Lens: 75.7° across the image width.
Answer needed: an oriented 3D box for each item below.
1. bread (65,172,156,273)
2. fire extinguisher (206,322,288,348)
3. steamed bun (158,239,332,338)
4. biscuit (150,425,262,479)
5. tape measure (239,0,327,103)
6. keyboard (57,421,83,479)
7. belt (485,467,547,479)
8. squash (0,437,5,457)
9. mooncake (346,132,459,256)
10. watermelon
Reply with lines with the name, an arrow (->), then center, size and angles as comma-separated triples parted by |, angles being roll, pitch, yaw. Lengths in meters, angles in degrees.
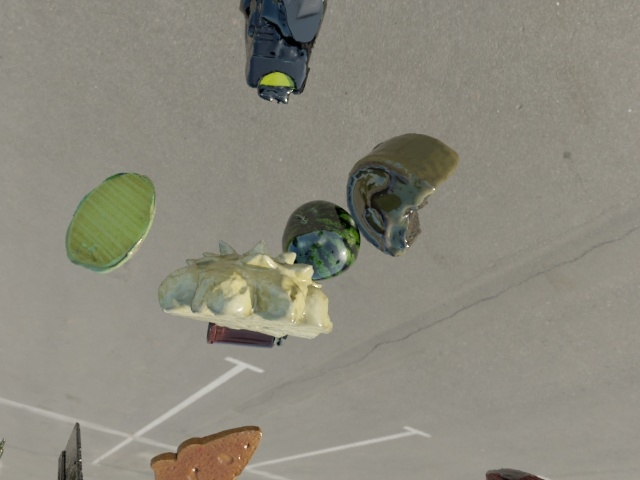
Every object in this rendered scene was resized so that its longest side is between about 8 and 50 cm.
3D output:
bread -> -0.552, -0.053, 1.093 | 0.301, 0.301, 0.045 | -7, 156, 20
fire extinguisher -> -0.221, 0.290, 1.323 | 0.269, 0.104, 0.105 | 10, 143, -17
steamed bun -> -0.121, 0.082, 0.693 | 0.292, 0.137, 0.295 | -2, 162, 26
biscuit -> -0.238, 0.463, 0.830 | 0.280, 0.043, 0.183 | -38, 113, -7
tape measure -> -0.066, -0.342, 0.632 | 0.112, 0.186, 0.199 | 5, 145, -20
keyboard -> -0.344, 0.316, 0.568 | 0.018, 0.060, 0.195 | 24, 168, -29
belt -> 0.567, 0.739, 1.164 | 0.128, 0.124, 0.201 | 2, 171, -37
squash -> -0.745, 0.533, 0.817 | 0.094, 0.341, 0.094 | 39, 169, 9
mooncake -> 0.278, -0.141, 1.410 | 0.393, 0.246, 0.394 | 4, 126, 49
watermelon -> 0.002, 0.003, 1.346 | 0.269, 0.269, 0.269 | 6, 141, 5
